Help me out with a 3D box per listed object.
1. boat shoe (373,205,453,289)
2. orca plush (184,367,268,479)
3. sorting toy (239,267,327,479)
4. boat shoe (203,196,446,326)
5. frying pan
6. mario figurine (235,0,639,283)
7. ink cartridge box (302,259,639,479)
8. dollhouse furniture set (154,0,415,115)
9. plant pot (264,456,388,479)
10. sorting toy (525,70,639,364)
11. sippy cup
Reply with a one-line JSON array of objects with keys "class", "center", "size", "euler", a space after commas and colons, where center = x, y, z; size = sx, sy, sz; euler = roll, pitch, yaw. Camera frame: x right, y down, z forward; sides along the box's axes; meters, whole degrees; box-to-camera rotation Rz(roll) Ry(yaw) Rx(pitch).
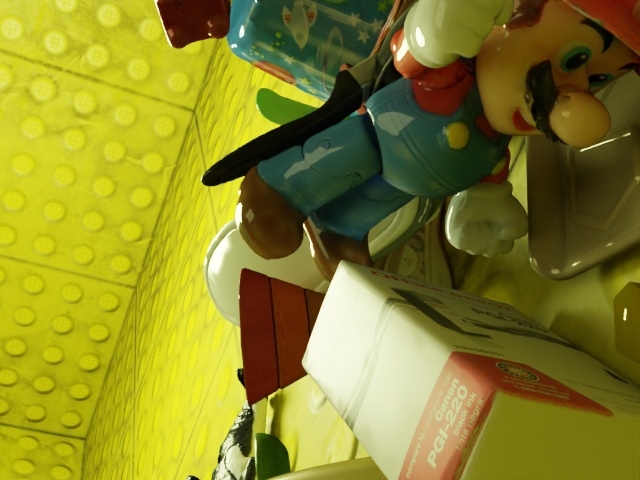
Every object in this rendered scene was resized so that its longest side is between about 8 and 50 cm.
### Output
[{"class": "boat shoe", "center": [0.068, -0.014, 0.864], "size": [0.285, 0.089, 0.105], "euler": [-96, 28, -48]}, {"class": "orca plush", "center": [-0.129, 0.302, 1.104], "size": [0.151, 0.102, 0.287], "euler": [96, 178, -60]}, {"class": "sorting toy", "center": [0.004, 0.200, 0.732], "size": [0.127, 0.126, 0.366], "euler": [159, 105, -86]}, {"class": "boat shoe", "center": [0.000, 0.000, 0.812], "size": [0.319, 0.099, 0.116], "euler": [-33, 81, 46]}, {"class": "frying pan", "center": [0.069, -0.126, 0.686], "size": [0.326, 0.197, 0.053], "euler": [-31, 71, 11]}, {"class": "mario figurine", "center": [0.095, -0.065, 0.547], "size": [0.320, 0.170, 0.198], "euler": [-37, -2, 28]}, {"class": "ink cartridge box", "center": [0.102, 0.099, 0.536], "size": [0.218, 0.158, 0.092], "euler": [36, 108, 65]}, {"class": "dollhouse furniture set", "center": [0.009, -0.228, 0.769], "size": [0.201, 0.374, 0.152], "euler": [-61, 27, 31]}, {"class": "plant pot", "center": [0.048, 0.260, 0.552], "size": [0.187, 0.212, 0.212], "euler": [-44, 33, 33]}, {"class": "sorting toy", "center": [0.220, -0.057, 0.548], "size": [0.229, 0.041, 0.307], "euler": [141, 138, -58]}, {"class": "sippy cup", "center": [0.013, -0.273, 1.023], "size": [0.240, 0.224, 0.306], "euler": [-131, 59, -68]}]
